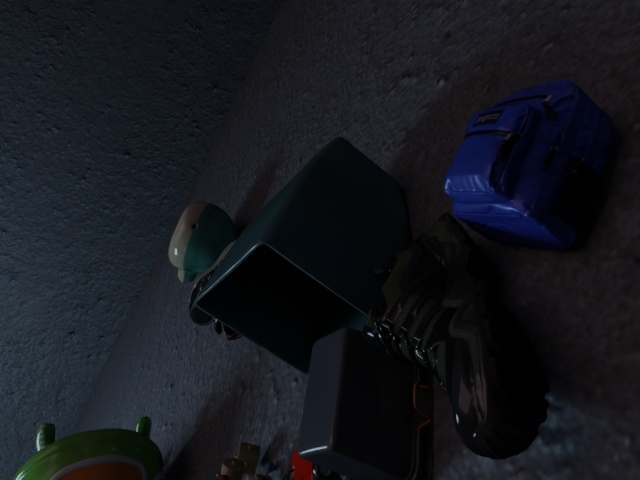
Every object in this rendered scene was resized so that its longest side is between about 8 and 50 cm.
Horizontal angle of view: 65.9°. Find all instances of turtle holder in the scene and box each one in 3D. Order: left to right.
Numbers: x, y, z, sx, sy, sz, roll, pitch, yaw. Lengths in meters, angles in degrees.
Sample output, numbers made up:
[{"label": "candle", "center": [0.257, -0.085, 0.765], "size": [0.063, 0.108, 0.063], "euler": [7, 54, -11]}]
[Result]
[{"label": "turtle holder", "center": [-0.394, 0.468, 0.818], "size": [0.320, 0.243, 0.227], "euler": [-46, 44, 16]}]

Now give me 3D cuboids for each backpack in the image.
[{"label": "backpack", "center": [0.164, -0.066, 0.387], "size": [0.098, 0.101, 0.120], "euler": [16, 76, 60]}]

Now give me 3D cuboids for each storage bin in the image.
[{"label": "storage bin", "center": [0.040, 0.143, 0.433], "size": [0.098, 0.091, 0.135], "euler": [-38, 34, 46]}]

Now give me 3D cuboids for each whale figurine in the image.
[{"label": "whale figurine", "center": [-0.283, 0.015, 1.248], "size": [0.272, 0.141, 0.216], "euler": [108, -179, -70]}]

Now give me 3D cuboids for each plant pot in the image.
[{"label": "plant pot", "center": [0.000, 0.000, 0.585], "size": [0.165, 0.166, 0.234], "euler": [-38, 23, 45]}]

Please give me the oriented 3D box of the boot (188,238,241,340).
[{"label": "boot", "center": [-0.195, 0.127, 0.957], "size": [0.236, 0.085, 0.178], "euler": [-50, 28, 27]}]

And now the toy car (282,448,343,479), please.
[{"label": "toy car", "center": [-0.016, 0.323, 0.407], "size": [0.224, 0.053, 0.239], "euler": [-60, 22, 9]}]

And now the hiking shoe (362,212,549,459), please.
[{"label": "hiking shoe", "center": [0.092, 0.076, 0.386], "size": [0.114, 0.086, 0.226], "euler": [-36, 22, 23]}]

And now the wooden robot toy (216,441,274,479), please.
[{"label": "wooden robot toy", "center": [-0.087, 0.307, 0.561], "size": [0.173, 0.076, 0.079], "euler": [24, 99, 67]}]
